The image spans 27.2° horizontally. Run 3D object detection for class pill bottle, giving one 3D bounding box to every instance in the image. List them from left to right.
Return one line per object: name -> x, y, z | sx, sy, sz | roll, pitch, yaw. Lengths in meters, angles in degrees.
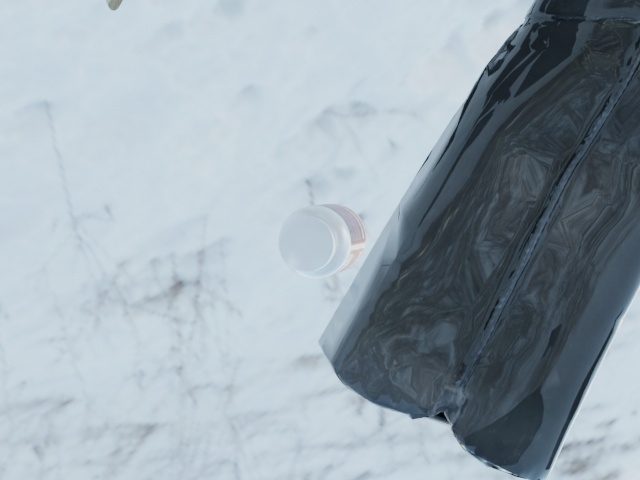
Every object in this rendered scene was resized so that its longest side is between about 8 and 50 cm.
pill bottle -> 0.000, 0.000, 1.554 | 0.086, 0.086, 0.152 | -36, 174, 11

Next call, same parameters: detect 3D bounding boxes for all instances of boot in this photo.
boot -> 0.257, -0.008, 1.028 | 0.445, 0.367, 0.146 | -60, 177, -3

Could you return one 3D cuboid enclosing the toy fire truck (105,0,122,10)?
toy fire truck -> -0.223, -0.386, 1.540 | 0.158, 0.217, 0.246 | -10, 120, 10
